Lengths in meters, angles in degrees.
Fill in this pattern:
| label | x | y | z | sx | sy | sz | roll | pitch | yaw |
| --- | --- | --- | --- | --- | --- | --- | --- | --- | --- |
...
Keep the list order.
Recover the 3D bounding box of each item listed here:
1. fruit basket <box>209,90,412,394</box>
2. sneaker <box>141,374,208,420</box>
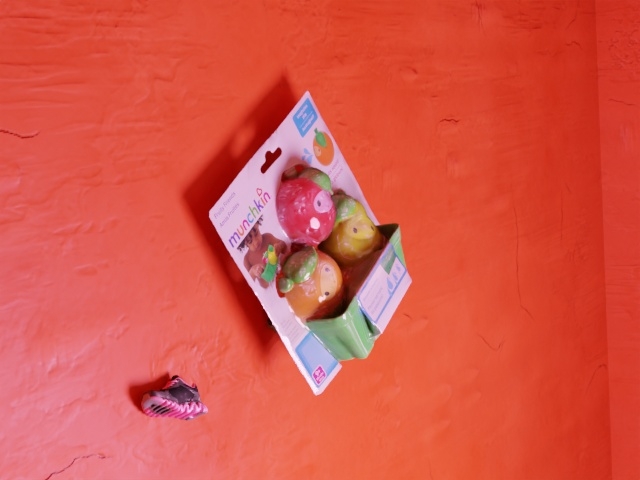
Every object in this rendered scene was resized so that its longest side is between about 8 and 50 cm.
| label | x | y | z | sx | sy | sz | roll | pitch | yaw |
| --- | --- | --- | --- | --- | --- | --- | --- | --- | --- |
| fruit basket | 0.000 | 0.000 | 1.753 | 0.327 | 0.165 | 0.353 | -55 | 131 | -42 |
| sneaker | -0.201 | 0.208 | 1.553 | 0.119 | 0.047 | 0.057 | 24 | 48 | -56 |
